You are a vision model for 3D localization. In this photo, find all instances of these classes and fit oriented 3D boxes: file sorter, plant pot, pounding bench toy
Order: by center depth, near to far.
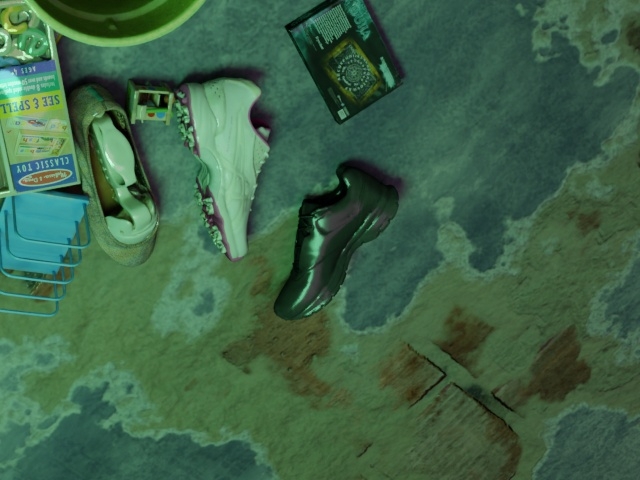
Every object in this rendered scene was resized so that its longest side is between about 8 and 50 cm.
[{"bbox_3d":[-0.286,-0.415,1.471,0.276,0.254,0.276,-11,119,-20],"label":"plant pot"},{"bbox_3d":[-0.419,0.020,1.704,0.118,0.104,0.170,9,135,-27],"label":"file sorter"},{"bbox_3d":[-0.246,-0.197,1.706,0.065,0.083,0.052,1,115,-22],"label":"pounding bench toy"}]

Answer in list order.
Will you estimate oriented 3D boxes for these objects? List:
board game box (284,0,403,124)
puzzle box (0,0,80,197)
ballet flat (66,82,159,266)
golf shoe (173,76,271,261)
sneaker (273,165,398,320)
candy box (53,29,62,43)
[{"bbox_3d":[0.040,-0.288,1.810,0.126,0.026,0.186,-33,123,-4],"label":"board game box"},{"bbox_3d":[-0.536,-0.165,1.505,0.409,0.052,0.272,-12,119,-13],"label":"puzzle box"},{"bbox_3d":[-0.300,-0.079,1.724,0.108,0.106,0.316,-33,126,-24],"label":"ballet flat"},{"bbox_3d":[-0.130,-0.109,1.787,0.140,0.115,0.306,-19,123,-16],"label":"golf shoe"},{"bbox_3d":[0.000,0.000,1.913,0.130,0.109,0.286,35,90,-26],"label":"sneaker"},{"bbox_3d":[-0.416,-0.278,1.579,0.105,0.027,0.206,18,133,-31],"label":"candy box"}]
